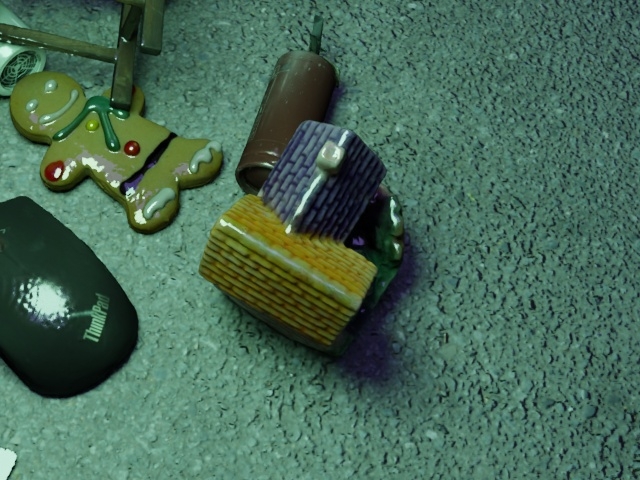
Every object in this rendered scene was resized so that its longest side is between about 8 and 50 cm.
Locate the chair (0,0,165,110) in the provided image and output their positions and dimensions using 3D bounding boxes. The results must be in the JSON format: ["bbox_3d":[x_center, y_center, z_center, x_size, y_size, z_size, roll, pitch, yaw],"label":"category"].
[{"bbox_3d":[-0.326,-0.419,1.420,0.240,0.203,0.416,10,66,-19],"label":"chair"}]

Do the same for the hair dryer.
[{"bbox_3d":[-0.565,-0.208,1.463,0.357,0.107,0.173,-42,72,-16],"label":"hair dryer"}]

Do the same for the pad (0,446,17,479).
[{"bbox_3d":[-0.471,0.335,1.198,0.159,0.009,0.265,19,62,4],"label":"pad"}]

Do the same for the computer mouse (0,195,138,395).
[{"bbox_3d":[-0.354,0.062,1.315,0.269,0.100,0.170,40,61,16],"label":"computer mouse"}]

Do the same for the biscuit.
[{"bbox_3d":[-0.297,-0.138,1.458,0.301,0.049,0.197,33,60,9],"label":"biscuit"}]

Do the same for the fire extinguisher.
[{"bbox_3d":[-0.036,-0.187,1.490,0.104,0.105,0.269,16,60,3],"label":"fire extinguisher"}]

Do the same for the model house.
[{"bbox_3d":[0.000,0.000,1.268,0.202,0.237,0.237,35,84,4],"label":"model house"}]
